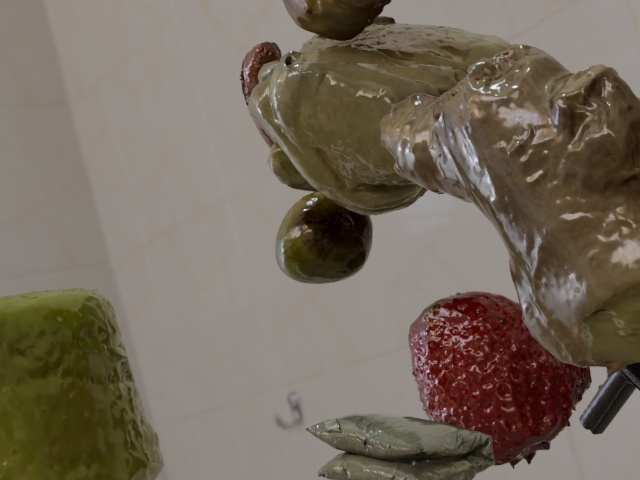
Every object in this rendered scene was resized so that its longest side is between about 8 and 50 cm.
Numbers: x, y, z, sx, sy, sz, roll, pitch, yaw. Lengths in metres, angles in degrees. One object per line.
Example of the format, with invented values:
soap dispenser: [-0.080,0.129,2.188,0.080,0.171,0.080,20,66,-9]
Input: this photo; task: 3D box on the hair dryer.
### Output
hair dryer: [0.478,0.228,1.743,0.089,0.197,0.251,-17,-39,-32]

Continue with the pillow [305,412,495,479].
pillow: [0.093,0.232,1.184,0.134,0.077,0.181,1,-1,-42]

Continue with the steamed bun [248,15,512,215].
steamed bun: [0.094,-0.162,1.424,0.325,0.230,0.372,16,28,35]

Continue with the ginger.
ginger: [0.115,-0.033,0.546,0.074,0.213,0.137,-8,-43,-37]

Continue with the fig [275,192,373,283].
fig: [0.005,-0.003,1.567,0.153,0.135,0.121,-24,-3,-5]

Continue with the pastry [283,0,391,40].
pastry: [0.038,-0.397,1.292,0.184,0.284,0.316,29,-29,-16]

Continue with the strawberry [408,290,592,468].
strawberry: [0.248,0.194,1.598,0.257,0.277,0.257,-41,10,9]

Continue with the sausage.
sausage: [-0.070,-0.211,1.763,0.087,0.079,0.326,-1,-30,15]

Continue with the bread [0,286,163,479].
bread: [-0.385,0.218,1.349,0.348,0.307,0.348,-10,-5,-1]
